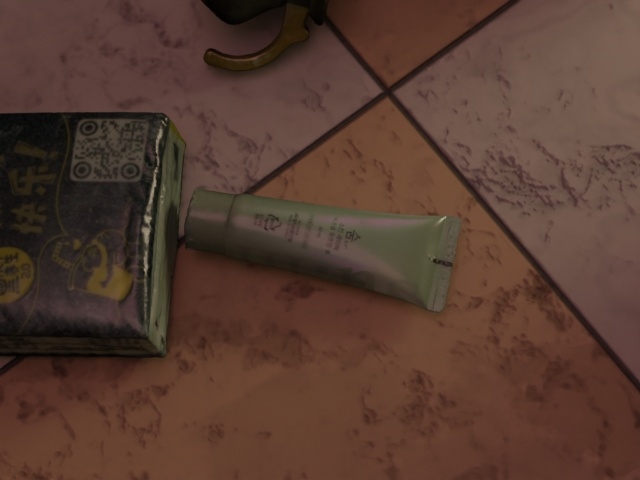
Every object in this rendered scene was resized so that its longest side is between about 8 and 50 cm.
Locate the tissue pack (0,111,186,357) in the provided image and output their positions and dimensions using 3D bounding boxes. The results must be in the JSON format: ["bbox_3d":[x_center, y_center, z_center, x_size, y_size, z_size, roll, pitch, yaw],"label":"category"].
[{"bbox_3d":[-0.241,-0.006,1.253,0.257,0.081,0.185,0,69,9],"label":"tissue pack"}]

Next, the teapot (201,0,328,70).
[{"bbox_3d":[-0.044,-0.213,1.291,0.119,0.130,0.165,13,104,-2],"label":"teapot"}]

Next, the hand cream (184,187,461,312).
[{"bbox_3d":[0.000,0.000,1.232,0.205,0.050,0.078,11,69,8],"label":"hand cream"}]
